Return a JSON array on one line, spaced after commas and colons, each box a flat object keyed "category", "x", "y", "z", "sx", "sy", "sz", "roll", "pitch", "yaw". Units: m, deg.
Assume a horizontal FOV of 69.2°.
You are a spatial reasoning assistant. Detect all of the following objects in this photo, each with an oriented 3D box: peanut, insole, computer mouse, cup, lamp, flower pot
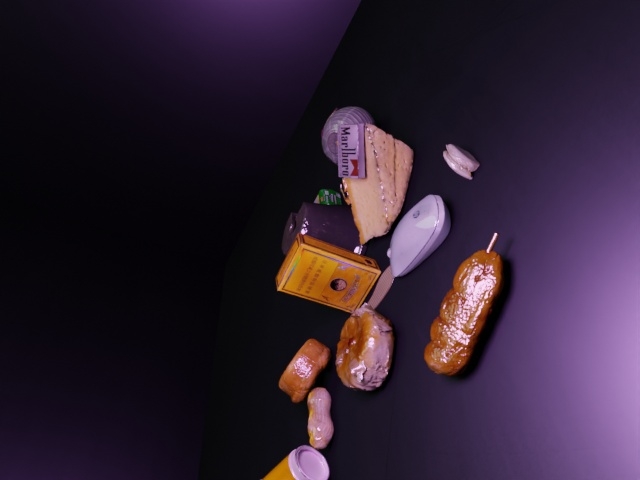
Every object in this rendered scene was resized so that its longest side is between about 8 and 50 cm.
[{"category": "peanut", "x": -0.001, "y": 0.578, "z": 1.523, "sx": 0.087, "sy": 0.087, "sz": 0.207, "roll": -56, "pitch": 22, "yaw": 35}, {"category": "insole", "x": 0.183, "y": 0.184, "z": 1.521, "sx": 0.253, "sy": 0.005, "sz": 0.086, "roll": -63, "pitch": 21, "yaw": 21}, {"category": "computer mouse", "x": 0.266, "y": -0.015, "z": 1.358, "sx": 0.288, "sy": 0.096, "sz": 0.160, "roll": -49, "pitch": 31, "yaw": 44}, {"category": "cup", "x": -0.099, "y": 0.787, "z": 1.460, "sx": 0.280, "sy": 0.196, "sz": 0.196, "roll": -53, "pitch": 24, "yaw": 18}, {"category": "lamp", "x": 0.121, "y": -0.435, "z": 1.953, "sx": 0.233, "sy": 0.232, "sz": 0.266, "roll": -98, "pitch": 21, "yaw": -53}, {"category": "flower pot", "x": 0.000, "y": 0.000, "z": 1.824, "sx": 0.379, "sy": 0.250, "sz": 0.380, "roll": -49, "pitch": 30, "yaw": 42}]

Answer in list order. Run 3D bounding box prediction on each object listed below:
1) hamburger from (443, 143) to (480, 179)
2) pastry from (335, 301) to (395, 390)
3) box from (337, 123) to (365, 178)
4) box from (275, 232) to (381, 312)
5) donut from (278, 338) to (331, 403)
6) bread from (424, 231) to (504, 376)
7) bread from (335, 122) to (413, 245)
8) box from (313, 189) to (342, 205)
[{"category": "hamburger", "x": 0.377, "y": -0.226, "z": 1.278, "sx": 0.054, "sy": 0.084, "sz": 0.121, "roll": -58, "pitch": 21, "yaw": 34}, {"category": "pastry", "x": 0.122, "y": 0.321, "z": 1.384, "sx": 0.236, "sy": 0.120, "sz": 0.257, "roll": -68, "pitch": 19, "yaw": 7}, {"category": "box", "x": 0.101, "y": -0.300, "z": 1.555, "sx": 0.115, "sy": 0.035, "sz": 0.178, "roll": 16, "pitch": 112, "yaw": 54}, {"category": "box", "x": 0.025, "y": 0.116, "z": 1.561, "sx": 0.193, "sy": 0.301, "sz": 0.084, "roll": -62, "pitch": 21, "yaw": 24}, {"category": "donut", "x": -0.052, "y": 0.456, "z": 1.640, "sx": 0.227, "sy": 0.113, "sz": 0.227, "roll": -53, "pitch": -9, "yaw": -12}, {"category": "bread", "x": 0.337, "y": 0.146, "z": 1.044, "sx": 0.124, "sy": 0.083, "sz": 0.344, "roll": 28, "pitch": 98, "yaw": 48}, {"category": "bread", "x": 0.152, "y": -0.200, "z": 1.598, "sx": 0.248, "sy": 0.279, "sz": 0.316, "roll": -17, "pitch": 43, "yaw": 57}, {"category": "box", "x": 0.004, "y": -0.094, "z": 2.110, "sx": 0.180, "sy": 0.102, "sz": 0.250, "roll": -97, "pitch": 31, "yaw": -52}]
